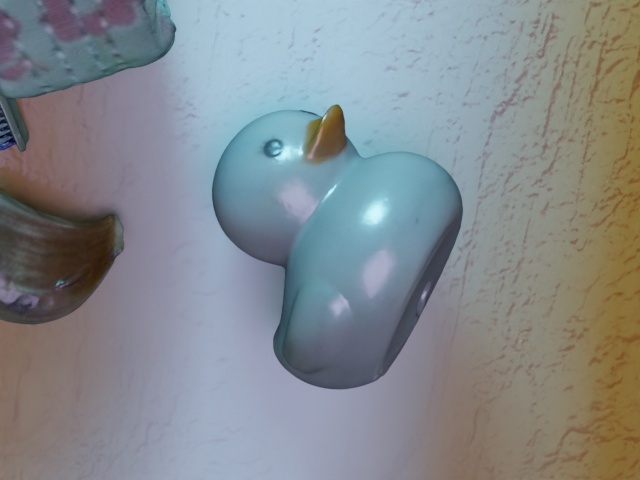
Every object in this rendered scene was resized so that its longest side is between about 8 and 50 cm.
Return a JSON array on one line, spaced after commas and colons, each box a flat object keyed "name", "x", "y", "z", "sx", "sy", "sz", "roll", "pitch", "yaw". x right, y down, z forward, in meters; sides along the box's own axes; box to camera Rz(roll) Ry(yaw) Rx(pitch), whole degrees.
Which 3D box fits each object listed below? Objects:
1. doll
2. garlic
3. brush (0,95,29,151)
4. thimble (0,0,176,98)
[{"name": "doll", "x": 0.000, "y": 0.000, "z": 1.031, "sx": 0.221, "sy": 0.221, "sz": 0.251, "roll": 4, "pitch": 128, "yaw": -12}, {"name": "garlic", "x": -0.277, "y": -0.005, "z": 1.027, "sx": 0.198, "sy": 0.090, "sz": 0.128, "roll": 30, "pitch": 88, "yaw": -13}, {"name": "brush", "x": -0.281, "y": -0.156, "z": 0.985, "sx": 0.030, "sy": 0.033, "sz": 0.178, "roll": -12, "pitch": 113, "yaw": 9}, {"name": "thimble", "x": -0.200, "y": -0.210, "z": 0.885, "sx": 0.149, "sy": 0.211, "sz": 0.185, "roll": -17, "pitch": 86, "yaw": -2}]
